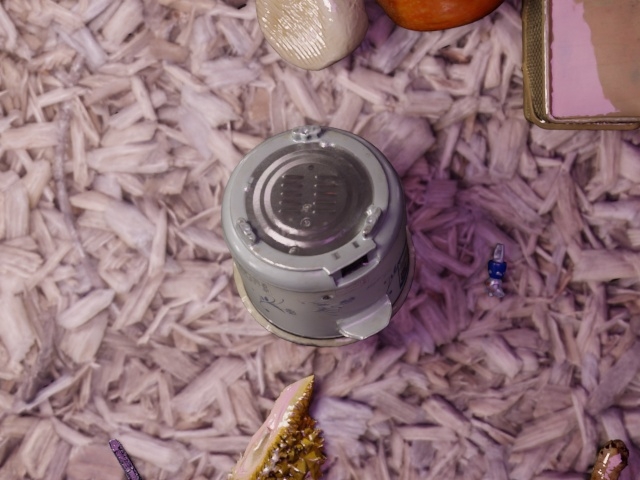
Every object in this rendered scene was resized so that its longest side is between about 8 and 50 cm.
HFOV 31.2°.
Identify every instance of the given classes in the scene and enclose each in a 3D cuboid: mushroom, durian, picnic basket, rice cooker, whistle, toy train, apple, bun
[{"bbox_3d":[0.419,0.411,1.742,0.227,0.148,0.217,6,77,-12],"label":"mushroom"},{"bbox_3d":[-0.050,0.309,1.722,0.140,0.078,0.224,19,96,-4],"label":"durian"},{"bbox_3d":[0.380,-0.290,1.647,0.165,0.139,0.266,-3,96,-2],"label":"picnic basket"},{"bbox_3d":[0.000,0.000,1.593,0.264,0.316,0.316,-34,96,-10],"label":"rice cooker"},{"bbox_3d":[0.268,0.046,1.731,0.033,0.029,0.083,12,101,29],"label":"whistle"},{"bbox_3d":[-0.297,0.337,1.746,0.017,0.017,0.083,-29,97,-1],"label":"toy train"},{"bbox_3d":[0.164,-0.404,1.596,0.230,0.230,0.230,0,96,-2],"label":"apple"},{"bbox_3d":[-0.004,-0.337,1.639,0.113,0.167,0.173,-33,108,-41],"label":"bun"}]
